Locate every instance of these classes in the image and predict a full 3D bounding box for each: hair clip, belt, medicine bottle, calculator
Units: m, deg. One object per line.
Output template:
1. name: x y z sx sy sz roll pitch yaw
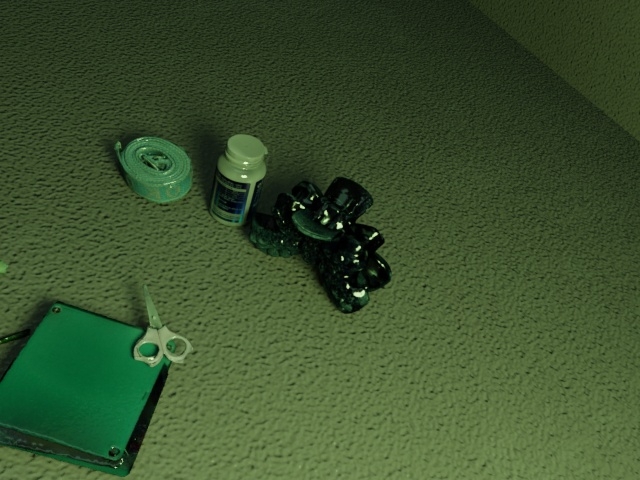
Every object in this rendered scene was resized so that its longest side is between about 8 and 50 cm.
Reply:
1. hair clip: 0.004 -0.002 1.406 0.310 0.206 0.194 34 45 15
2. belt: -0.362 -0.156 1.525 0.148 0.082 0.163 -17 56 -20
3. medicine bottle: -0.176 -0.129 1.482 0.107 0.191 0.107 10 43 -10
4. calculator: -0.387 0.238 1.123 0.249 0.058 0.274 17 42 -5

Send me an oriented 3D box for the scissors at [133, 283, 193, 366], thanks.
1. scissors: -0.291 0.144 1.211 0.100 0.015 0.189 -6 46 -24

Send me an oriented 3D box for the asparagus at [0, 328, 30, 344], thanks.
1. asparagus: -0.568 0.180 1.151 0.166 0.016 0.013 -20 89 -36

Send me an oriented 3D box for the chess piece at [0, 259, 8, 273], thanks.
1. chess piece: -0.614 0.056 1.245 0.093 0.042 0.042 -17 53 -39
